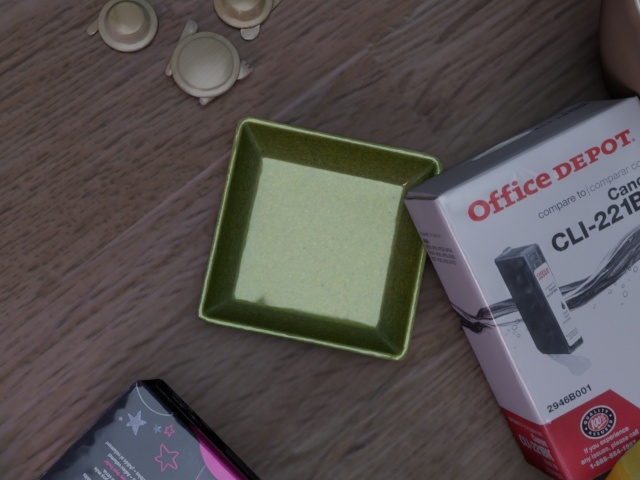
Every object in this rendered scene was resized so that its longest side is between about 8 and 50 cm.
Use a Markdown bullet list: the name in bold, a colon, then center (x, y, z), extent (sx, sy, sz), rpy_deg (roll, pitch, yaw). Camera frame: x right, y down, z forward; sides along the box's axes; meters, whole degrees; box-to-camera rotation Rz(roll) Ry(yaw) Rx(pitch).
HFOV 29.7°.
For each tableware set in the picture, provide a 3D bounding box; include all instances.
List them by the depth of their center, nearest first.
- **tableware set**: center (-0.123, -0.215, 1.117), extent (0.168, 0.020, 0.141), rpy_deg (34, 79, 2)

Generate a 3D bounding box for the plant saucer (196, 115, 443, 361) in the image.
- **plant saucer**: center (0.000, 0.000, 1.080), extent (0.188, 0.045, 0.188), rpy_deg (12, 81, -2)

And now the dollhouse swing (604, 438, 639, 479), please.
- **dollhouse swing**: center (0.342, 0.372, 0.910), extent (0.346, 0.305, 0.315), rpy_deg (14, 104, -19)

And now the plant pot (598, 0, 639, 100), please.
- **plant pot**: center (0.338, -0.186, 1.017), extent (0.256, 0.274, 0.256), rpy_deg (1, 81, -5)

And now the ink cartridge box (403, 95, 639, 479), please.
- **ink cartridge box**: center (0.221, 0.038, 1.031), extent (0.197, 0.114, 0.273), rpy_deg (-27, 95, -8)

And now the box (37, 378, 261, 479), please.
- **box**: center (-0.102, 0.247, 0.977), extent (0.142, 0.163, 0.247), rpy_deg (-44, 87, -5)
